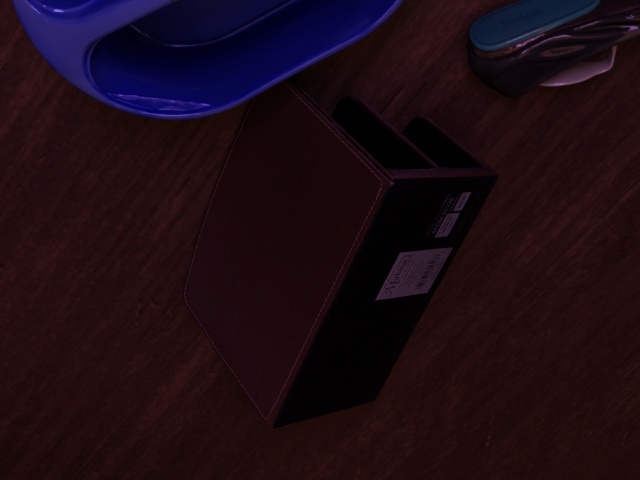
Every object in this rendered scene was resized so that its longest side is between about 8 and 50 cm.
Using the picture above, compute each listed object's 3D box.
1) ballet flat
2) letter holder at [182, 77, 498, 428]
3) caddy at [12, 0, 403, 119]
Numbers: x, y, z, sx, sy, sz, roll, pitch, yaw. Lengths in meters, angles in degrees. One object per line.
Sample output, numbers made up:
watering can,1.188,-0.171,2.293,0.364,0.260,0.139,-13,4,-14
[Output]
ballet flat,0.275,-0.210,0.836,0.280,0.095,0.096,-19,134,19
letter holder,0.000,0.000,0.926,0.152,0.214,0.302,-6,131,-42
caddy,-0.078,-0.243,0.717,0.341,0.179,0.241,-26,122,12
